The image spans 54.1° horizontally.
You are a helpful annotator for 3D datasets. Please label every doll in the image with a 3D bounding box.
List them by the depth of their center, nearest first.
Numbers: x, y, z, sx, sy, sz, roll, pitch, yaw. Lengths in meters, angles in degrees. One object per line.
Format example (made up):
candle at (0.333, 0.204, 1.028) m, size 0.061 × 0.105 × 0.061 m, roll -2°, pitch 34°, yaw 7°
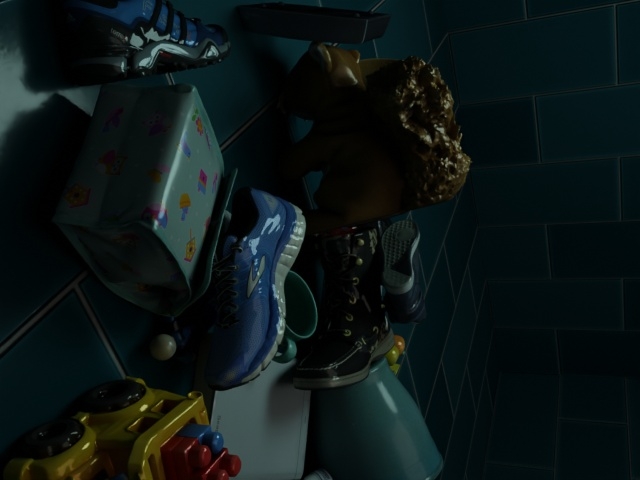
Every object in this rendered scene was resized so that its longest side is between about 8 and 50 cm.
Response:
doll at (-0.204, 0.122, 0.959) m, size 0.189 × 0.046 × 0.129 m, roll -50°, pitch 131°, yaw -60°

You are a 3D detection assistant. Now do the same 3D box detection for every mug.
mug at (-0.085, 0.136, 1.130) m, size 0.129 × 0.097 × 0.157 m, roll 59°, pitch 28°, yaw -14°

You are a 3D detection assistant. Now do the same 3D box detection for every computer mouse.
computer mouse at (0.139, -0.003, 1.542) m, size 0.188 × 0.072 × 0.272 m, roll 38°, pitch 41°, yaw -56°

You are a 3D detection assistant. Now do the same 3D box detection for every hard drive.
hard drive at (-0.115, 0.314, 1.137) m, size 0.353 × 0.047 × 0.232 m, roll 37°, pitch 55°, yaw -59°
hard drive at (-0.009, -0.418, 1.197) m, size 0.172 × 0.255 × 0.054 m, roll -45°, pitch 143°, yaw -59°

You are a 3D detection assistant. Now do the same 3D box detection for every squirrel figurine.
squirrel figurine at (0.097, -0.228, 1.250) m, size 0.281 × 0.397 × 0.370 m, roll -12°, pitch 87°, yaw -56°

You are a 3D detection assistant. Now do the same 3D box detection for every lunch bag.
lunch bag at (-0.210, -0.042, 0.839) m, size 0.262 × 0.160 × 0.223 m, roll 75°, pitch 20°, yaw -58°

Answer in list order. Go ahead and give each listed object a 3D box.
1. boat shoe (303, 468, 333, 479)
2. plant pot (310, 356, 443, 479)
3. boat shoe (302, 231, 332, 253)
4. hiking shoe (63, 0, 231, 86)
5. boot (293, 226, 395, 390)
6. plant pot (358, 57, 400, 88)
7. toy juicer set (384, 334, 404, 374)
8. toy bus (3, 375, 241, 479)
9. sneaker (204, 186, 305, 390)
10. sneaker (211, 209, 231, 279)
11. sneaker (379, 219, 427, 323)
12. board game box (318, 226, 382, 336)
boat shoe at (-0.019, 0.594, 1.294) m, size 0.084 × 0.095 × 0.258 m, roll -15°, pitch 109°, yaw -34°
plant pot at (0.095, 0.397, 1.362) m, size 0.272 × 0.272 × 0.255 m, roll -19°, pitch 90°, yaw -64°
boat shoe at (0.000, 0.000, 1.415) m, size 0.152 × 0.056 × 0.049 m, roll 28°, pitch 36°, yaw -53°
hiking shoe at (-0.225, -0.299, 0.870) m, size 0.304 × 0.113 × 0.132 m, roll -41°, pitch 125°, yaw -60°
boot at (0.043, 0.128, 1.279) m, size 0.377 × 0.138 × 0.284 m, roll -16°, pitch 101°, yaw -60°
plant pot at (0.142, -0.291, 1.572) m, size 0.237 × 0.237 × 0.254 m, roll -64°, pitch 158°, yaw -45°
toy juicer set at (0.159, 0.373, 1.590) m, size 0.329 × 0.090 × 0.209 m, roll -50°, pitch 161°, yaw -54°
toy bus at (-0.213, 0.271, 0.736) m, size 0.220 × 0.212 × 0.149 m, roll -32°, pitch 119°, yaw -60°
sneaker at (-0.131, 0.065, 0.962) m, size 0.147 × 0.130 × 0.329 m, roll 32°, pitch 56°, yaw -38°
sneaker at (-0.156, 0.021, 1.065) m, size 0.061 × 0.054 × 0.152 m, roll -20°, pitch 105°, yaw -67°
sneaker at (0.179, 0.076, 1.343) m, size 0.226 × 0.086 × 0.163 m, roll -74°, pitch 153°, yaw -46°
board game box at (0.087, 0.113, 1.569) m, size 0.242 × 0.064 × 0.316 m, roll 39°, pitch 53°, yaw -58°
